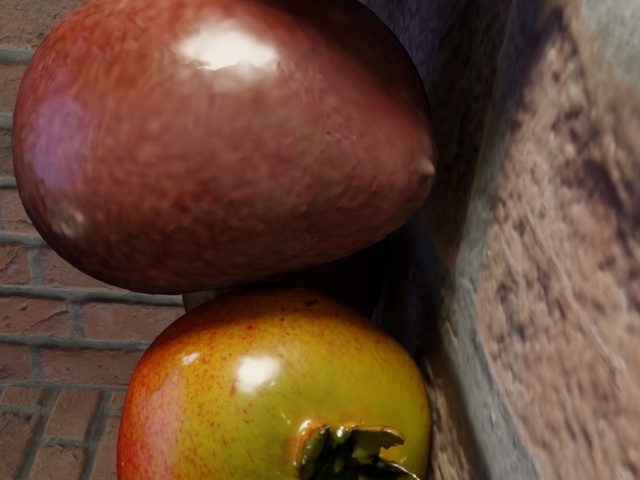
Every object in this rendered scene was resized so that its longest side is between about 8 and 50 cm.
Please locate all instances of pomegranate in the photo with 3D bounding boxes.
[{"bbox_3d":[-0.020,0.138,0.514,0.257,0.221,0.221,11,98,60],"label":"pomegranate"}]

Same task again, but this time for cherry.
[{"bbox_3d":[-0.062,-0.072,0.503,0.261,0.307,0.221,-27,-64,-47],"label":"cherry"}]

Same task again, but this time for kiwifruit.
[{"bbox_3d":[-0.031,0.021,0.727,0.234,0.196,0.196,-54,-28,-66],"label":"kiwifruit"}]
